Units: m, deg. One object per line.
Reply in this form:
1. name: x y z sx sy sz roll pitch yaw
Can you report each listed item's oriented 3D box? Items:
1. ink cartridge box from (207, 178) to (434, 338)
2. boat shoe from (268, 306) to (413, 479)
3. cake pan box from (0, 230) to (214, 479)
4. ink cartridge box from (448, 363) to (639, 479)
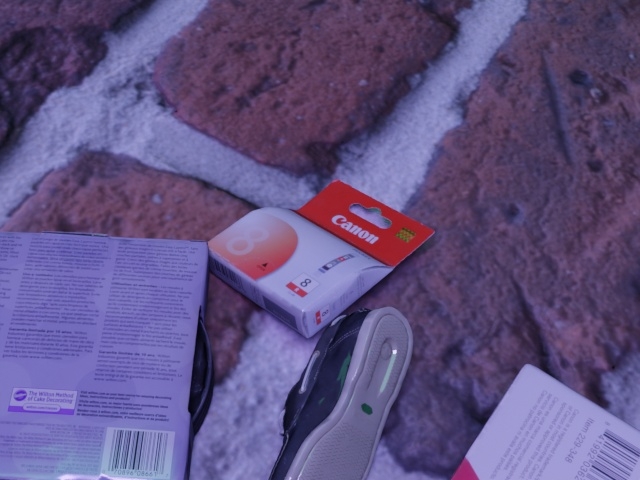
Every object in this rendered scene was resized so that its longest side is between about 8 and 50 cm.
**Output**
1. ink cartridge box: 0.000 0.000 0.933 0.179 0.045 0.145 -40 49 -25
2. boat shoe: 0.003 0.162 0.836 0.079 0.084 0.233 -1 52 43
3. cake pan box: -0.228 0.107 0.846 0.267 0.070 0.245 2 56 -3
4. ink cartridge box: 0.223 0.276 0.727 0.306 0.131 0.226 33 58 16
